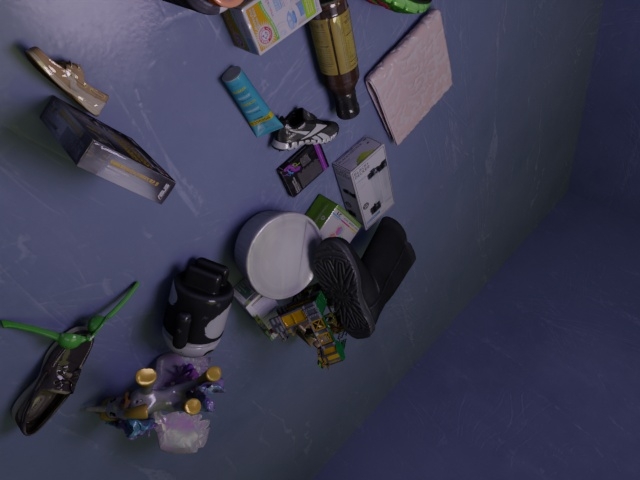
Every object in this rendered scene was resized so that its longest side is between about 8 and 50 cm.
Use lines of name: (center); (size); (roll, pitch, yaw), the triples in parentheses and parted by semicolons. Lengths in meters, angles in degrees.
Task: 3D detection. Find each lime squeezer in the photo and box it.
lime squeezer: (-0.572, 0.195, 1.143); (0.310, 0.110, 0.059); (-18, 158, -39)

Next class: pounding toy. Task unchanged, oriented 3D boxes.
pounding toy: (-0.041, 0.300, 1.708); (0.094, 0.206, 0.181); (-43, 141, -16)

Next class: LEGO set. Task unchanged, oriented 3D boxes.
LEGO set: (-0.037, 0.270, 1.529); (0.192, 0.331, 0.255); (-24, 108, 15)

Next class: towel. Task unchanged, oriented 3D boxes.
towel: (0.307, -0.535, 1.587); (0.332, 0.053, 0.317); (-48, 144, -9)

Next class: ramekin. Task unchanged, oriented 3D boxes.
ramekin: (-0.133, 0.032, 1.430); (0.272, 0.127, 0.273); (-15, 114, -35)

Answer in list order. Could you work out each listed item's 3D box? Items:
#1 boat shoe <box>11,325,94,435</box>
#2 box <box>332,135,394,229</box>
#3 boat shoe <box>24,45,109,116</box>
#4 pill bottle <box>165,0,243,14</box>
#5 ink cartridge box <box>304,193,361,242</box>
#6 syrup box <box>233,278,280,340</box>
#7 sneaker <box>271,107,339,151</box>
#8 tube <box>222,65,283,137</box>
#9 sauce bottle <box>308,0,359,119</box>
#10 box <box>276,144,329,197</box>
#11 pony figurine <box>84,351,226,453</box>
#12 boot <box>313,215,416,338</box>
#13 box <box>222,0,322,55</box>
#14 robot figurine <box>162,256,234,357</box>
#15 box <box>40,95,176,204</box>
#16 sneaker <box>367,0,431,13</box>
boat shoe: (-0.644, 0.346, 1.167); (0.285, 0.092, 0.103); (-54, 141, -4)
box: (0.156, -0.194, 1.650); (0.169, 0.087, 0.290); (-41, 141, -18)
boat shoe: (-0.471, -0.308, 0.895); (0.059, 0.063, 0.170); (-53, 153, -8)
pill bottle: (-0.230, -0.489, 0.863); (0.130, 0.245, 0.131); (-28, 136, -31)
ink cartridge box: (0.000, 0.000, 1.617); (0.255, 0.097, 0.188); (-56, 143, -1)
syrup box: (-0.195, 0.223, 1.572); (0.096, 0.093, 0.237); (-44, 142, -15)
sneaker: (-0.033, -0.325, 1.347); (0.234, 0.078, 0.106); (-21, 134, -34)
tube: (-0.173, -0.343, 1.201); (0.080, 0.052, 0.207); (-14, 146, 17)
sauce bottle: (0.045, -0.488, 1.286); (0.111, 0.111, 0.345); (-39, 142, -20)
box: (-0.051, -0.222, 1.447); (0.162, 0.029, 0.116); (-44, 141, -17)
pony figurine: (-0.422, 0.435, 1.314); (0.350, 0.303, 0.363); (10, 151, -40)
boot: (0.170, 0.046, 1.591); (0.445, 0.146, 0.367); (-47, 129, -44)
box: (-0.113, -0.531, 1.080); (0.203, 0.103, 0.114); (-42, 141, -17)
robot figurine: (-0.337, 0.193, 1.323); (0.209, 0.173, 0.279); (0, 117, -45)
box: (-0.410, -0.174, 0.918); (0.056, 0.231, 0.183); (-54, 143, 4)
sneaker: (0.149, -0.709, 1.172); (0.482, 0.185, 0.202); (1, 120, -50)
